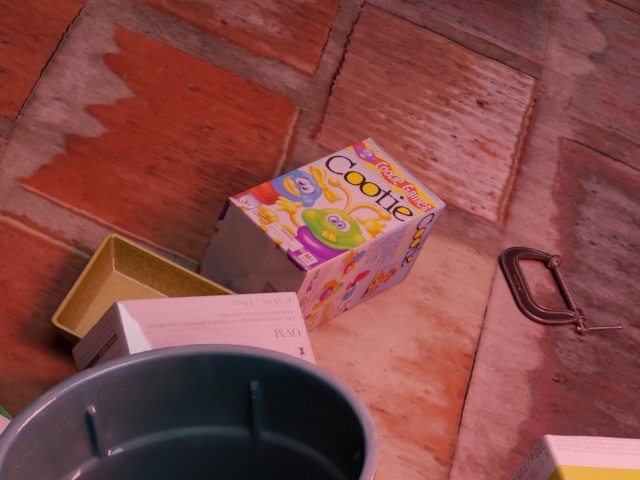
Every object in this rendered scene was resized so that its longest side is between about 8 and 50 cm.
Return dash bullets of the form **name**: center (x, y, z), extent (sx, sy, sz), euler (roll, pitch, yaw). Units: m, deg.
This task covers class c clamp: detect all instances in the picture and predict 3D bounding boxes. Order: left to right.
- **c clamp**: center (0.316, 0.068, 2.530), extent (0.137, 0.022, 0.161), euler (-3, 48, -26)

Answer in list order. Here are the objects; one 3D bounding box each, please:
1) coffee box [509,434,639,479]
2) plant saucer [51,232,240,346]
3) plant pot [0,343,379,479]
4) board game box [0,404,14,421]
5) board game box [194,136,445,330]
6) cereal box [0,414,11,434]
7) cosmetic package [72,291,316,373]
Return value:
- **coffee box**: center (0.341, 0.431, 1.871), extent (0.338, 0.338, 0.334), euler (7, 43, -24)
- **plant saucer**: center (-0.201, 0.096, 2.176), extent (0.188, 0.045, 0.188), euler (27, 39, 0)
- **plant pot**: center (-0.107, 0.326, 1.681), extent (0.341, 0.334, 0.341), euler (-4, 30, 2)
- **board game box**: center (-0.392, 0.255, 1.899), extent (0.136, 0.030, 0.259), euler (42, 41, 22)
- **board game box**: center (0.000, 0.000, 2.322), extent (0.142, 0.144, 0.275), euler (43, 40, 20)
- **cereal box**: center (-0.350, 0.245, 1.873), extent (0.240, 0.047, 0.173), euler (29, 38, 2)
- **cosmetic package**: center (-0.120, 0.185, 2.004), extent (0.224, 0.138, 0.225), euler (-2, 65, -32)
